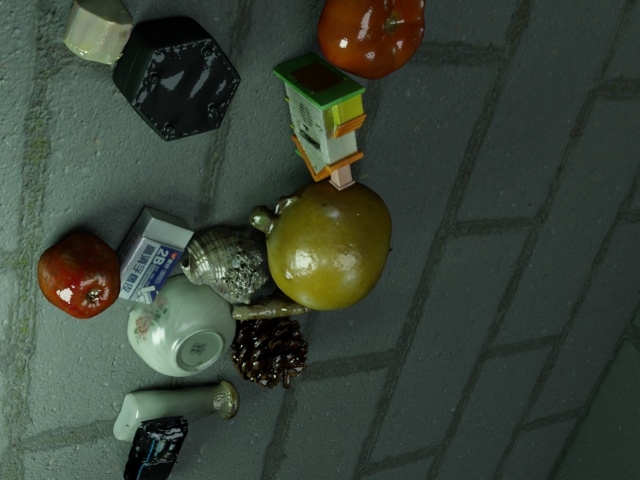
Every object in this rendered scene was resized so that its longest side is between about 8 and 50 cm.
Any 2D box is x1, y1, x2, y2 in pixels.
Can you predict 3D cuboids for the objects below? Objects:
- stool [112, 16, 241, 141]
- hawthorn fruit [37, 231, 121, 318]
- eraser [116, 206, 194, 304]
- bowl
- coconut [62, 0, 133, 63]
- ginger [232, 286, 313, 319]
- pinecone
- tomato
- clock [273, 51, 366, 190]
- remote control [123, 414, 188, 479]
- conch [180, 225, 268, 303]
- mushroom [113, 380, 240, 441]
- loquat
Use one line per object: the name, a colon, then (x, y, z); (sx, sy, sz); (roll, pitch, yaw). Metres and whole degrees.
stool: (-0.282, -0.320, 1.545); (0.232, 0.141, 0.232); (-18, 130, -23)
hawthorn fruit: (-0.509, 0.079, 1.664); (0.189, 0.189, 0.189); (-18, 130, -23)
eraser: (-0.396, 0.037, 1.785); (0.124, 0.068, 0.210); (22, 107, -42)
bowl: (-0.325, 0.232, 1.928); (0.276, 0.145, 0.277); (-20, 133, -23)
coconut: (-0.403, -0.396, 1.428); (0.116, 0.116, 0.122); (10, 121, -39)
ginger: (-0.069, 0.151, 2.007); (0.333, 0.166, 0.080); (-9, 97, -57)
pinecone: (-0.126, 0.288, 2.059); (0.221, 0.221, 0.222); (-18, 130, -23)
tomato: (0.106, -0.472, 1.666); (0.259, 0.180, 0.260); (-19, 122, -33)
clock: (0.010, -0.256, 1.740); (0.106, 0.220, 0.255); (-27, 134, -17)
remote control: (-0.432, 0.565, 2.050); (0.144, 0.062, 0.399); (-4, 146, -22)
conch: (-0.224, 0.056, 1.877); (0.245, 0.179, 0.163); (12, 153, -33)
mushroom: (-0.379, 0.452, 2.087); (0.328, 0.122, 0.159); (-4, 160, -31)
loquat: (0.000, 0.000, 1.859); (0.359, 0.328, 0.329); (20, 110, -17)
